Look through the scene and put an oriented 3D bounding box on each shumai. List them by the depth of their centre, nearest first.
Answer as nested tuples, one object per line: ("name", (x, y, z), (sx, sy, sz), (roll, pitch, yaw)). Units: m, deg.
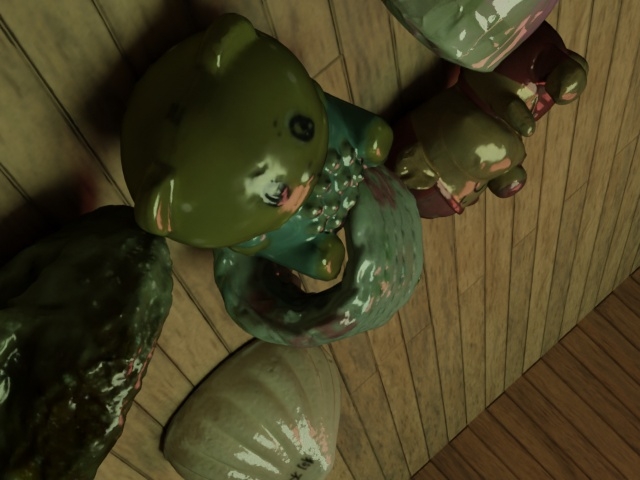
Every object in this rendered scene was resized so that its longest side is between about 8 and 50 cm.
("shumai", (-0.250, 0.072, 0.987), (0.222, 0.203, 0.272), (-16, -130, 57))

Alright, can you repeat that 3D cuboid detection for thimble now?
("thimble", (0.000, 0.000, 1.262), (0.149, 0.185, 0.211), (-1, 99, -64))

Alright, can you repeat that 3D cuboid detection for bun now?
("bun", (-0.060, 0.257, 1.645), (0.263, 0.175, 0.263), (-38, 157, -19))

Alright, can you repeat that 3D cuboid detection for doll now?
("doll", (-0.057, -0.073, 1.022), (0.177, 0.161, 0.260), (-66, 160, 2))
("doll", (0.180, -0.127, 1.384), (0.256, 0.152, 0.196), (-45, 147, 15))

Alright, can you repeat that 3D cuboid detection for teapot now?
("teapot", (0.116, -0.264, 1.004), (0.178, 0.221, 0.163), (-42, -162, 24))

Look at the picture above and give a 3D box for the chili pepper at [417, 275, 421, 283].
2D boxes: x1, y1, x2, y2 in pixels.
("chili pepper", (0.110, 0.067, 1.800), (0.091, 0.030, 0.034), (-36, 179, -17))
